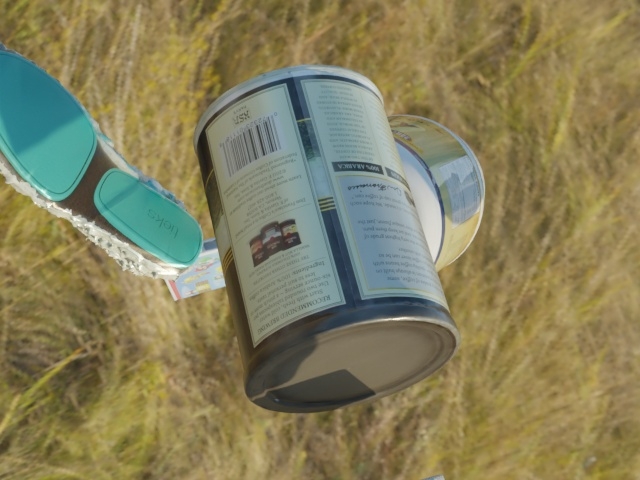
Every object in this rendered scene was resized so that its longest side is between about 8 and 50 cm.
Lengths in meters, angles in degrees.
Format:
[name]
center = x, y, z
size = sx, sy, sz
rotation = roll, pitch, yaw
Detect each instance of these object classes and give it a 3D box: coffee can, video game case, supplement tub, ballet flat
[coffee can]
center = 0.000, 0.000, 1.066
size = 0.201, 0.201, 0.275
rotation = 17, 49, -45
[video game case]
center = -0.113, 0.023, 1.788
size = 0.204, 0.285, 0.025
rotation = 90, -17, -72
[supplement tub]
center = 0.087, -0.047, 1.470
size = 0.228, 0.228, 0.316
rotation = 63, 25, 0
[ballet flat]
center = -0.320, -0.075, 1.413
size = 0.409, 0.147, 0.147
rotation = 47, 38, -34

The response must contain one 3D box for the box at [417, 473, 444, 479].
[box]
center = 0.077, 0.276, 1.012
size = 0.087, 0.101, 0.102
rotation = 41, 30, -76
